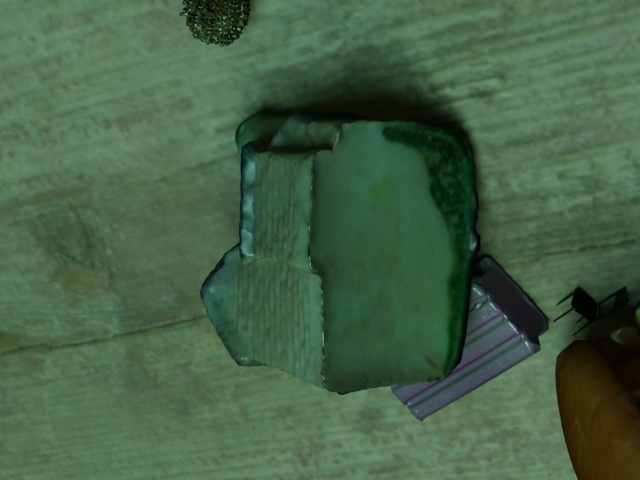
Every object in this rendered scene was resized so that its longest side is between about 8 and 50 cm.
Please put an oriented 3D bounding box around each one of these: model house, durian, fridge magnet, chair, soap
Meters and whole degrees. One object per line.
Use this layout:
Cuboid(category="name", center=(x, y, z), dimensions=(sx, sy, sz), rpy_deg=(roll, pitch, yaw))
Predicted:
Cuboid(category="model house", center=(-0.002, 0.001, 1.851), dimensions=(0.284, 0.243, 0.298), rpy_deg=(8, 99, 48))
Cuboid(category="durian", center=(-0.115, -0.260, 1.810), dimensions=(0.080, 0.080, 0.091), rpy_deg=(23, 114, 8))
Cuboid(category="fridge magnet", center=(0.372, 0.269, 1.786), dimensions=(0.155, 0.363, 0.363), rpy_deg=(-26, 111, 0))
Cuboid(category="chair", center=(0.308, 0.074, 1.862), dimensions=(0.042, 0.037, 0.086), rpy_deg=(40, 131, -18))
Cuboid(category="soap", center=(0.158, 0.119, 1.935), dimensions=(0.203, 0.065, 0.122), rpy_deg=(-35, 102, 35))

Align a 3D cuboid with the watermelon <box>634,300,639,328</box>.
Cuboid(category="watermelon", center=(0.461, 0.097, 1.746), dimensions=(0.232, 0.127, 0.204), rpy_deg=(29, 154, 29))
